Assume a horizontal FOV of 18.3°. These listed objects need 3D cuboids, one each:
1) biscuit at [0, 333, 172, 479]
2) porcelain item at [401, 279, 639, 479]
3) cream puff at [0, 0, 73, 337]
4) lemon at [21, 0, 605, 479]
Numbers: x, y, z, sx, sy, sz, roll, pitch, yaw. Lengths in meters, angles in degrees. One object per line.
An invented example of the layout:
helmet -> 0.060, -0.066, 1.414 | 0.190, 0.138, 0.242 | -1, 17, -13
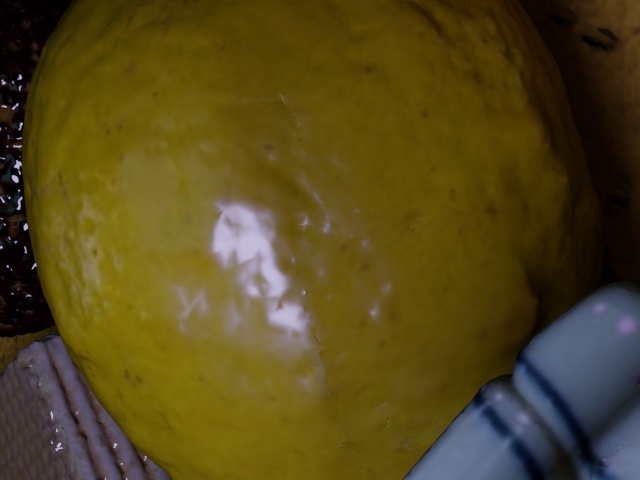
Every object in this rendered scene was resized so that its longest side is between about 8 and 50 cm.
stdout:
biscuit -> -0.112, 0.273, 1.289 | 0.144, 0.078, 0.426 | -44, 66, 47
porcelain item -> 0.174, 0.152, 0.719 | 0.157, 0.286, 0.281 | -46, 71, 10
cream puff -> -0.218, -0.051, 1.261 | 0.239, 0.165, 0.239 | 12, 106, 48
lemon -> -0.004, -0.007, 0.937 | 0.285, 0.285, 0.316 | -6, 73, 50
